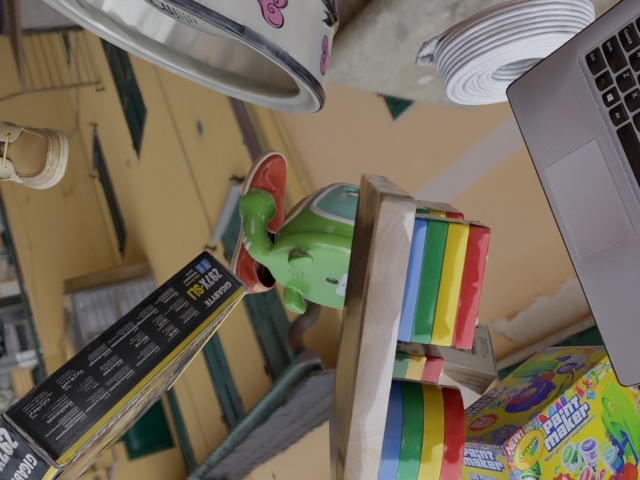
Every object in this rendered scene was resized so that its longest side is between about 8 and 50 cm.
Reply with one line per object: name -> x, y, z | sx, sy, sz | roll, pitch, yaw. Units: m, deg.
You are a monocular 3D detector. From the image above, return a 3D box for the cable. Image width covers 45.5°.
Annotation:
cable -> 0.315, -0.304, 1.235 | 0.257, 0.089, 0.257 | -2, 167, -30

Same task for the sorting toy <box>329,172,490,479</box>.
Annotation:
sorting toy -> 0.067, 0.083, 0.632 | 0.090, 0.255, 0.257 | 7, -172, -1

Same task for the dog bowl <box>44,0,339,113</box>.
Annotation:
dog bowl -> -0.158, -0.310, 0.957 | 0.150, 0.408, 0.408 | -68, 155, -1

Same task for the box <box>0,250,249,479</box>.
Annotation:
box -> -0.243, 0.178, 0.855 | 0.257, 0.079, 0.322 | -48, 178, 38

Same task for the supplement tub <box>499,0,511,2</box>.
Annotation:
supplement tub -> 0.336, -0.570, 1.220 | 0.207, 0.207, 0.338 | -5, 135, -40

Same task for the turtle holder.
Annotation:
turtle holder -> 0.011, 0.011, 1.493 | 0.321, 0.227, 0.243 | 1, 145, 23

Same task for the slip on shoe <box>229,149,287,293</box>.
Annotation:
slip on shoe -> -0.120, -0.039, 1.722 | 0.101, 0.331, 0.123 | 9, 177, 39

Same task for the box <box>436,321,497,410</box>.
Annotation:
box -> 0.176, 0.274, 1.364 | 0.148, 0.121, 0.311 | 14, 129, -10

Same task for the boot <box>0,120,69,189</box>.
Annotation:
boot -> -0.512, -0.144, 1.122 | 0.262, 0.095, 0.203 | 13, -179, 40

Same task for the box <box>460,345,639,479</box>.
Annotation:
box -> 0.380, 0.359, 1.219 | 0.290, 0.279, 0.177 | -30, -174, -28

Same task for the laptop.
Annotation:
laptop -> 0.297, -0.075, 0.677 | 0.236, 0.381, 0.408 | -6, 162, -34
